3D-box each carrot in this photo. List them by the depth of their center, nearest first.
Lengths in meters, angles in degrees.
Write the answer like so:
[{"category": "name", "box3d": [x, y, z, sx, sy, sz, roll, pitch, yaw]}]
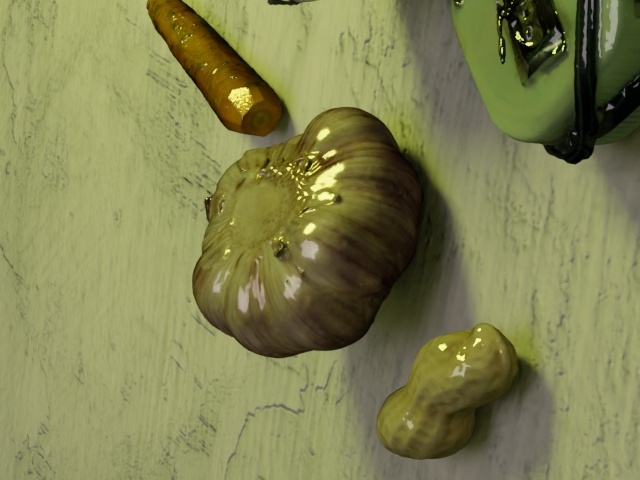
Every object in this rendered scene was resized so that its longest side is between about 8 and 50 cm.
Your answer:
[{"category": "carrot", "box3d": [-0.129, -0.200, 1.870, 0.314, 0.066, 0.066, 49, 132, 48]}]

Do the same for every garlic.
[{"category": "garlic", "box3d": [0.000, 0.000, 1.580, 0.245, 0.160, 0.245, -30, 46, 36]}]

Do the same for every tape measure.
[{"category": "tape measure", "box3d": [0.196, -0.182, 1.269, 0.235, 0.115, 0.207, -52, 46, 47]}]

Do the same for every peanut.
[{"category": "peanut", "box3d": [0.109, 0.131, 1.468, 0.187, 0.082, 0.082, -57, 44, 42]}]

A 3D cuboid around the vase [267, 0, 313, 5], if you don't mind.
[{"category": "vase", "box3d": [0.057, -0.363, 1.378, 0.445, 0.250, 0.249, -26, 69, 52]}]
